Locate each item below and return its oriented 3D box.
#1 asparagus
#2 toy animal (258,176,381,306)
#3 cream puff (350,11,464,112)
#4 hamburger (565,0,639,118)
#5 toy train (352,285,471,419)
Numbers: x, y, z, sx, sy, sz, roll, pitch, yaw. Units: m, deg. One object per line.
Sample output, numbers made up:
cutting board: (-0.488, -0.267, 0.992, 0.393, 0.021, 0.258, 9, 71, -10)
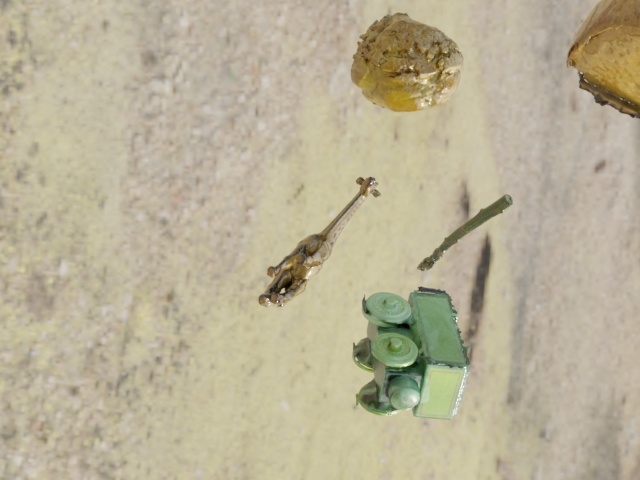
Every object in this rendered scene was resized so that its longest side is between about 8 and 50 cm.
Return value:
asparagus: (0.134, -0.003, 1.070, 0.016, 0.163, 0.016, 8, 60, -27)
toy animal: (-0.002, 0.005, 1.692, 0.275, 0.054, 0.149, -43, 166, -35)
cream puff: (0.139, -0.293, 1.774, 0.189, 0.189, 0.129, -53, 151, -50)
hamburger: (0.559, -0.271, 1.374, 0.268, 0.446, 0.287, -54, 160, -19)
toy train: (0.161, 0.204, 1.983, 0.271, 0.188, 0.159, -99, -164, -56)
